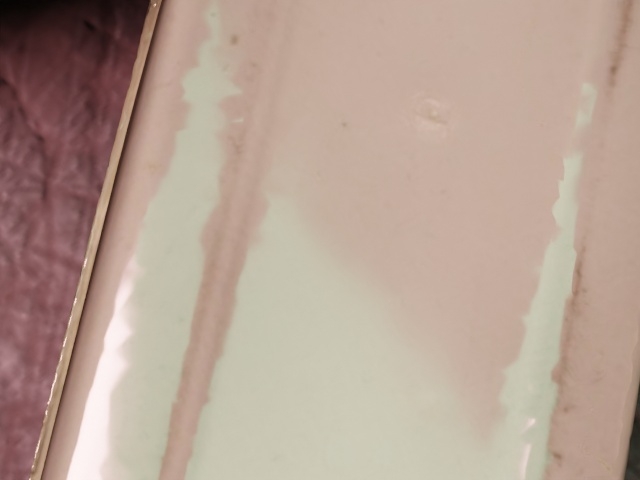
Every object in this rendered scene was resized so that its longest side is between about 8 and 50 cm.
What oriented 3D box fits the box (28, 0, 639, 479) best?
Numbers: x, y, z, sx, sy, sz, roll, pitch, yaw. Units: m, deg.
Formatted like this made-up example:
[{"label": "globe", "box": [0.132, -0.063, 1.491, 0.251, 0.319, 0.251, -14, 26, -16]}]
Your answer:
[{"label": "box", "box": [0.000, 0.000, 0.580, 0.177, 0.344, 0.352, 15, 76, -8]}]
